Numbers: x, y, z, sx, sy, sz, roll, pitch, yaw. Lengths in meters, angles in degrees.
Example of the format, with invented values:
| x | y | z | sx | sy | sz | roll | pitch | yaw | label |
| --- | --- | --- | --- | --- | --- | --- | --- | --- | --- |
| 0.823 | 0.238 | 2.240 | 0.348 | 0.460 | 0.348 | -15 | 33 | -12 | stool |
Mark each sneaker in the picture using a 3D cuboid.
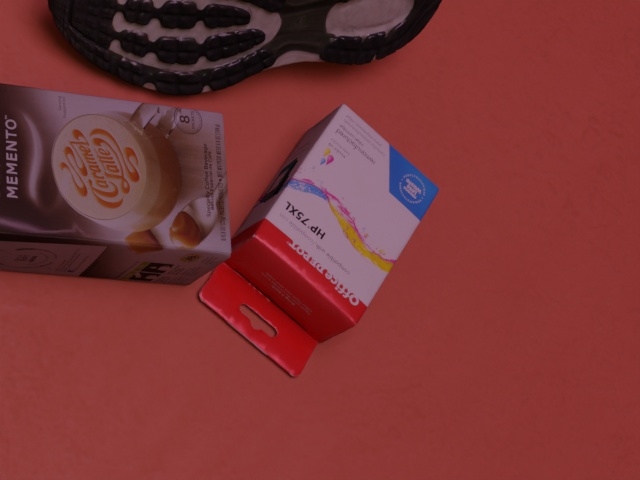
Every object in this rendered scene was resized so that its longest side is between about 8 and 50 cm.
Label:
| x | y | z | sx | sy | sz | roll | pitch | yaw | label |
| --- | --- | --- | --- | --- | --- | --- | --- | --- | --- |
| -0.085 | -0.259 | 1.577 | 0.410 | 0.158 | 0.182 | -7 | 46 | -31 | sneaker |

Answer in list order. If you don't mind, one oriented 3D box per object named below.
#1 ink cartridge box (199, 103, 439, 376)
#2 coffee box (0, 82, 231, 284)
| x | y | z | sx | sy | sz | roll | pitch | yaw | label |
| --- | --- | --- | --- | --- | --- | --- | --- | --- | --- |
| 0.000 | 0.000 | 1.539 | 0.134 | 0.078 | 0.231 | 40 | 58 | -13 | ink cartridge box |
| -0.211 | -0.047 | 1.416 | 0.246 | 0.098 | 0.141 | 5 | 70 | -30 | coffee box |
